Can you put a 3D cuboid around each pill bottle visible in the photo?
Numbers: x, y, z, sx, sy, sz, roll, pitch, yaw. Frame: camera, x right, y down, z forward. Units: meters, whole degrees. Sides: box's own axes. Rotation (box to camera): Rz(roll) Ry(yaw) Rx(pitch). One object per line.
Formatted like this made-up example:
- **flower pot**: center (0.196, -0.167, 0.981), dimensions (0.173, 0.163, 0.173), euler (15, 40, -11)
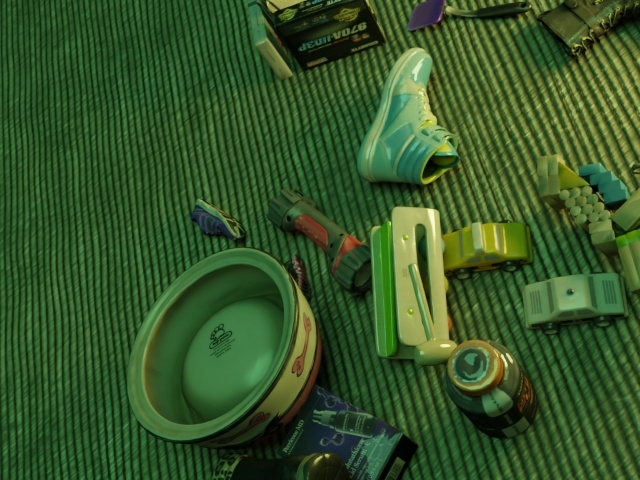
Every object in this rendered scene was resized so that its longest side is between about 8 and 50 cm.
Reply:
- **pill bottle**: center (0.289, 0.251, 1.484), dimensions (0.130, 0.245, 0.130), euler (-10, 62, 20)

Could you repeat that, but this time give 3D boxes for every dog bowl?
- **dog bowl**: center (-0.176, 0.224, 1.687), dimensions (0.408, 0.150, 0.408), euler (-20, 49, 26)

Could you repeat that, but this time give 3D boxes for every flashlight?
- **flashlight**: center (0.000, 0.000, 1.837), dimensions (0.304, 0.103, 0.103), euler (37, 115, 36)

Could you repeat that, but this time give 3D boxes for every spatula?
- **spatula**: center (0.341, -0.530, 1.991), dimensions (0.296, 0.030, 0.084), euler (4, 64, 26)

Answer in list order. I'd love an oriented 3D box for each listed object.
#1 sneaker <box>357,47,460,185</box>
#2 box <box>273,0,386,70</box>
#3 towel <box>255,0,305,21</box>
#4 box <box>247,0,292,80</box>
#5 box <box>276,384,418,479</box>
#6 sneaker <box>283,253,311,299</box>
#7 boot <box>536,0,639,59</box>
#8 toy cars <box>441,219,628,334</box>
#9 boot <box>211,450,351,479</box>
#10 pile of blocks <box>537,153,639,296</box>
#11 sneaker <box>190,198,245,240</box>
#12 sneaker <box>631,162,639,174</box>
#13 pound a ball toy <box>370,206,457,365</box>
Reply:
- **sneaker**: center (0.227, -0.256, 1.850), dimensions (0.208, 0.127, 0.319), euler (16, 82, 32)
- **box**: center (0.023, -0.502, 2.034), dimensions (0.220, 0.175, 0.051), euler (-15, 59, 17)
- **towel**: center (-0.058, -0.645, 2.137), dimensions (0.049, 0.187, 0.282), euler (-4, 63, 38)
- **box**: center (-0.127, -0.510, 2.125), dimensions (0.038, 0.145, 0.186), euler (-20, 58, 16)
- **box**: center (0.050, 0.389, 1.606), dimensions (0.207, 0.108, 0.153), euler (22, 76, 31)
- **sneaker**: center (-0.057, 0.089, 1.851), dimensions (0.057, 0.047, 0.119), euler (-27, 49, 18)
- **boot**: center (0.613, -0.465, 1.814), dimensions (0.229, 0.091, 0.263), euler (-43, 51, 6)
- **toy cars**: center (0.388, 0.057, 1.635), dimensions (0.394, 0.087, 0.176), euler (33, 82, 33)
- **boot**: center (-0.061, 0.555, 1.543), dimensions (0.284, 0.138, 0.377), euler (-6, 95, 44)
- **pile of blocks**: center (0.548, -0.041, 1.589), dimensions (0.149, 0.113, 0.362), euler (-46, 53, 14)
- **sneaker**: center (-0.239, -0.035, 1.993), dimensions (0.170, 0.068, 0.071), euler (32, 96, 42)
- **sneaker**: center (0.711, -0.142, 1.580), dimensions (0.269, 0.101, 0.153), euler (-24, 60, 15)
- **pound a ball toy**: center (0.197, 0.095, 1.622), dimensions (0.136, 0.208, 0.319), euler (4, 70, -18)
